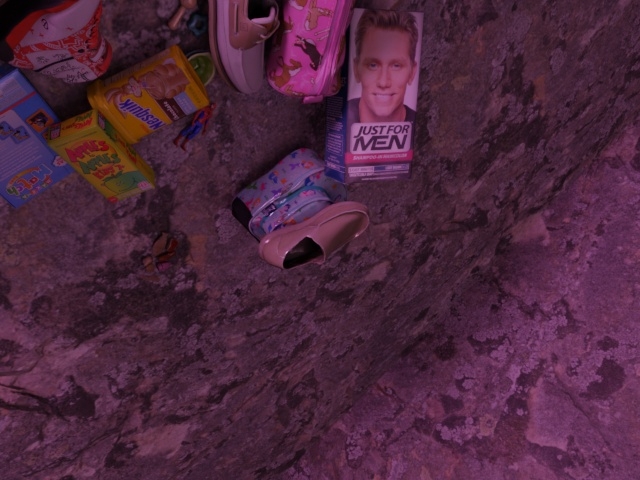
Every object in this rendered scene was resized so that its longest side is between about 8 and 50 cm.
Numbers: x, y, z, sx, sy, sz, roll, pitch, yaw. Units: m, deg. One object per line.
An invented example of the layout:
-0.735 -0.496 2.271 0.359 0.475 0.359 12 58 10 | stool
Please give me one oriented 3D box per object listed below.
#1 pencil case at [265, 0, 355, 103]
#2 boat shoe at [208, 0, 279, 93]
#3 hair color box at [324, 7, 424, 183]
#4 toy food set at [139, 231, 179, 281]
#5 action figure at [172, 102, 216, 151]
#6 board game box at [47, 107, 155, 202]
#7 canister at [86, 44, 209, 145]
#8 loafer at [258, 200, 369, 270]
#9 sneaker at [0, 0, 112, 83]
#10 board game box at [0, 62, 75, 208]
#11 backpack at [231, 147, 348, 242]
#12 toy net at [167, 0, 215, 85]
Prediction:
0.004 -0.444 1.015 0.167 0.159 0.386 -68 177 -48 | pencil case
-0.130 -0.385 0.993 0.302 0.103 0.113 83 26 -49 | boat shoe
0.109 -0.303 1.208 0.173 0.105 0.348 -7 109 -24 | hair color box
-0.368 0.036 1.310 0.078 0.019 0.122 24 101 -53 | toy food set
-0.247 -0.230 1.140 0.115 0.030 0.038 -51 139 8 | action figure
-0.378 -0.143 0.997 0.092 0.043 0.181 -18 148 8 | board game box
-0.295 -0.251 0.988 0.169 0.073 0.126 -25 144 5 | canister
0.000 0.000 1.250 0.268 0.092 0.102 -24 134 -14 | loafer
-0.346 -0.315 0.818 0.269 0.090 0.145 -17 163 32 | sneaker
-0.508 -0.167 0.942 0.160 0.039 0.212 -36 144 -10 | board game box
-0.054 -0.082 1.356 0.253 0.191 0.225 -45 144 -6 | backpack
-0.208 -0.388 0.996 0.122 0.045 0.232 -25 141 -23 | toy net
